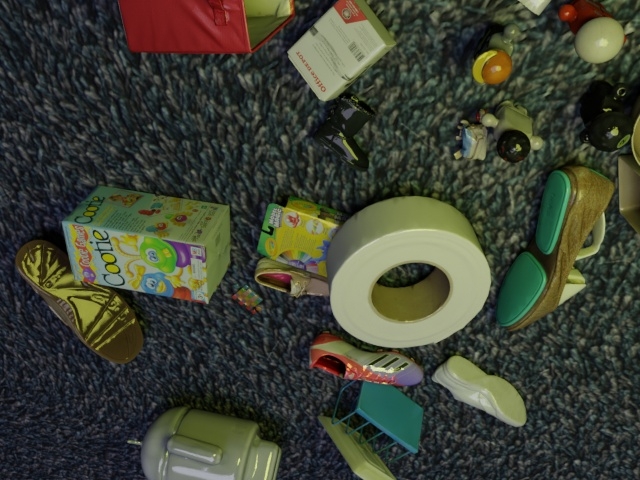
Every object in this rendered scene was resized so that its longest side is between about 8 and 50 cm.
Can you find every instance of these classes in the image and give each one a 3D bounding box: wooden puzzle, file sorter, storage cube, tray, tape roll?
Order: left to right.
[{"bbox_3d":[-0.164,-0.380,0.894,0.193,0.215,0.183,6,125,17],"label":"storage cube"},{"bbox_3d":[-0.155,0.123,1.353,0.083,0.006,0.049,42,123,-15],"label":"wooden puzzle"},{"bbox_3d":[0.089,0.467,1.397,0.145,0.270,0.030,37,87,-19],"label":"tray"},{"bbox_3d":[0.125,0.390,1.400,0.170,0.118,0.104,38,128,-12],"label":"file sorter"},{"bbox_3d":[0.153,0.063,1.138,0.286,0.100,0.286,-3,128,-4],"label":"tape roll"}]

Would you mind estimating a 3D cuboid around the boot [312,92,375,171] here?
[{"bbox_3d":[0.056,-0.184,1.075,0.121,0.045,0.099,33,119,-12],"label":"boot"}]

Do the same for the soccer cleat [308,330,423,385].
[{"bbox_3d":[0.093,0.268,1.336,0.248,0.095,0.083,19,126,1],"label":"soccer cleat"}]

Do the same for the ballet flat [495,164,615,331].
[{"bbox_3d":[0.414,0.026,1.102,0.124,0.116,0.342,3,122,-12],"label":"ballet flat"}]

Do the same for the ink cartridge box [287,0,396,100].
[{"bbox_3d":[0.031,-0.296,0.980,0.135,0.056,0.099,-36,90,31],"label":"ink cartridge box"}]

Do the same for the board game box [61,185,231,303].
[{"bbox_3d":[-0.327,0.006,1.232,0.275,0.144,0.142,10,125,8],"label":"board game box"}]

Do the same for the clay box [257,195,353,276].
[{"bbox_3d":[0.000,0.000,1.203,0.222,0.053,0.127,19,126,1],"label":"clay box"}]

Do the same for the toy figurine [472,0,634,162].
[{"bbox_3d":[0.329,-0.220,0.909,0.210,0.148,0.213,-9,125,19],"label":"toy figurine"}]

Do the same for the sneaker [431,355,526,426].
[{"bbox_3d":[0.332,0.324,1.339,0.212,0.080,0.094,36,136,-3],"label":"sneaker"}]

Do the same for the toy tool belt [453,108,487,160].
[{"bbox_3d":[0.243,-0.170,1.031,0.051,0.052,0.083,-2,122,5],"label":"toy tool belt"}]

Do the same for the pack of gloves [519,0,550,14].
[{"bbox_3d":[0.294,-0.446,0.837,0.195,0.046,0.232,32,125,-9],"label":"pack of gloves"}]

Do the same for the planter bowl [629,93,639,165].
[{"bbox_3d":[0.522,-0.181,0.917,0.162,0.109,0.162,4,127,6],"label":"planter bowl"}]

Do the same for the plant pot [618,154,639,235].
[{"bbox_3d":[0.538,-0.076,0.996,0.096,0.109,0.109,-13,120,6],"label":"plant pot"}]

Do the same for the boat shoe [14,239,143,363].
[{"bbox_3d":[-0.524,0.131,1.397,0.341,0.121,0.110,53,156,-18],"label":"boat shoe"}]

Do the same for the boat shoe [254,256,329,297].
[{"bbox_3d":[-0.052,0.085,1.270,0.170,0.059,0.063,14,125,5],"label":"boat shoe"}]

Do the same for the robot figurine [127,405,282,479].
[{"bbox_3d":[-0.276,0.516,1.530,0.354,0.199,0.300,10,154,6],"label":"robot figurine"}]
